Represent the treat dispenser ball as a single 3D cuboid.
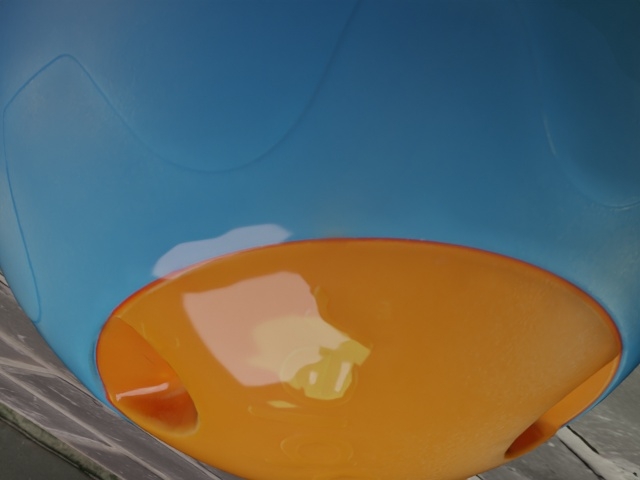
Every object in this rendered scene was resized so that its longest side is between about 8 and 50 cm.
[{"bbox_3d":[0.012,-0.047,0.523,0.288,0.288,0.288,23,159,9],"label":"treat dispenser ball"}]
